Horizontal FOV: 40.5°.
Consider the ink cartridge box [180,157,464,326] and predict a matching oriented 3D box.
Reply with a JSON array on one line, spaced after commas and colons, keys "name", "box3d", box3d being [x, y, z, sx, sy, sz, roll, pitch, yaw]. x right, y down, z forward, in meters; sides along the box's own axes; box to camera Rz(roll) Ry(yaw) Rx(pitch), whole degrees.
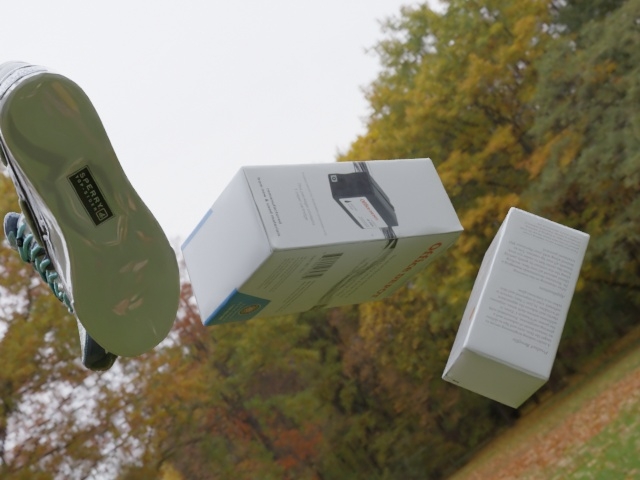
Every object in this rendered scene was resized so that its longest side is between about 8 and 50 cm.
[{"name": "ink cartridge box", "box3d": [0.000, 0.000, 1.178, 0.307, 0.129, 0.223, -5, -26, -34]}]

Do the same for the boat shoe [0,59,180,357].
[{"name": "boat shoe", "box3d": [-0.224, -0.026, 0.809, 0.108, 0.102, 0.301, -33, -55, -19]}]

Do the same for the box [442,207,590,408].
[{"name": "box", "box3d": [0.209, 0.075, 0.936, 0.130, 0.091, 0.170, 96, -164, -67]}]

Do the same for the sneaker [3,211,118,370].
[{"name": "sneaker", "box3d": [-0.282, 0.015, 0.956, 0.122, 0.283, 0.110, -4, -29, -21]}]
